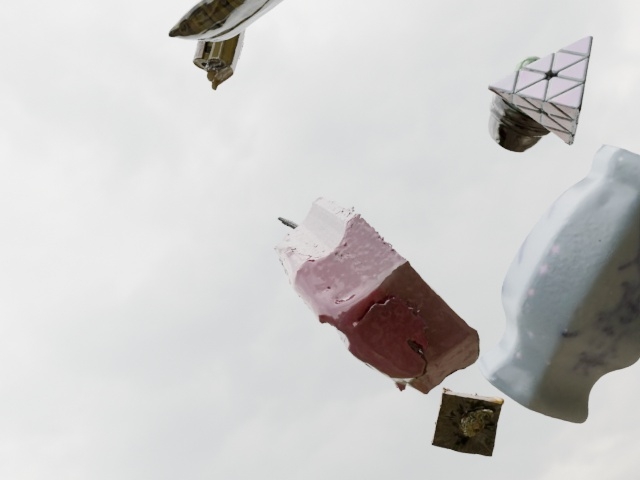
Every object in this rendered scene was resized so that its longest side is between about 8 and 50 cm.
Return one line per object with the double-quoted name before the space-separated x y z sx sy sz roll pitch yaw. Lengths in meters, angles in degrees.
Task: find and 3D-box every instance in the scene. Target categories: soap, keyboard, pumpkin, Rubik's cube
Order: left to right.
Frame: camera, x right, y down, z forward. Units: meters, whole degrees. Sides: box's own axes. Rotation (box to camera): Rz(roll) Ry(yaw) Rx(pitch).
"keyboard" 0.000 0.000 1.522 0.013 0.204 0.061 -63 -28 4
"soap" 0.059 0.064 0.907 0.220 0.325 0.127 44 -88 -14
"pumpkin" 0.186 0.231 0.920 0.083 0.074 0.054 9 2 7
"Rubik's cube" 0.469 -0.299 1.335 0.211 0.190 0.178 29 -87 -16

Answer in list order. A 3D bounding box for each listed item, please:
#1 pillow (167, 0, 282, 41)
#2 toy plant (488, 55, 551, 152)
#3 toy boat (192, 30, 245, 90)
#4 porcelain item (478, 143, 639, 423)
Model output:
"pillow" -0.098 -0.343 1.021 0.212 0.052 0.208 -31 8 17
"toy plant" 0.509 -0.335 1.768 0.175 0.218 0.235 10 -54 -14
"toy boat" -0.197 -0.413 1.451 0.088 0.226 0.068 10 -12 5
"porcelain item" 0.414 0.067 1.126 0.242 0.178 0.405 20 -80 -29
